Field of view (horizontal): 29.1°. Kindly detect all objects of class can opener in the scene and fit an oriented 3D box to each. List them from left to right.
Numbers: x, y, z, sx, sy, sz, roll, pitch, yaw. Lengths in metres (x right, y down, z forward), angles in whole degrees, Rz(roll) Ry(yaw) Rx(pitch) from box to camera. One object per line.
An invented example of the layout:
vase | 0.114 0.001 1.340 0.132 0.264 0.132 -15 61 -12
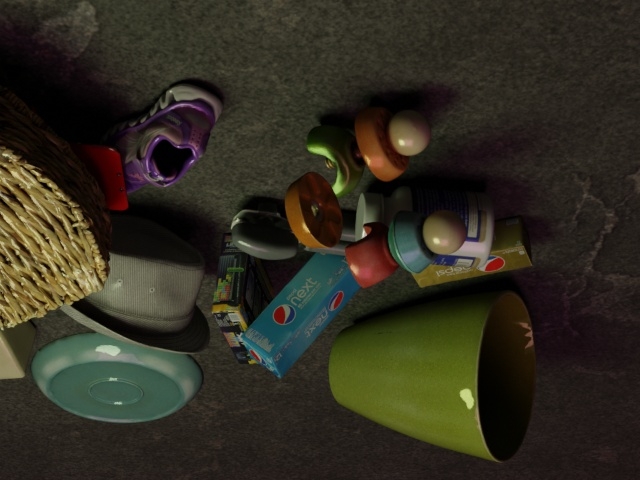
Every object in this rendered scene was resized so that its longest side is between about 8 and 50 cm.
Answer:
can opener | 0.000 0.000 1.846 0.280 0.093 0.074 4 145 -15

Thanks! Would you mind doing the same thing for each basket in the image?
basket | -0.402 -0.077 1.610 0.213 0.223 0.299 -24 128 13

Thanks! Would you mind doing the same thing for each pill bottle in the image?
pill bottle | 0.149 -0.021 1.785 0.187 0.112 0.112 5 146 -7

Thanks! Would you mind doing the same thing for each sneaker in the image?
sneaker | -0.226 -0.113 1.658 0.095 0.104 0.236 25 140 -34

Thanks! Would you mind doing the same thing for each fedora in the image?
fedora | -0.270 0.048 1.837 0.275 0.244 0.124 20 113 -14

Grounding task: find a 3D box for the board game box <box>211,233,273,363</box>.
board game box | -0.120 0.093 1.928 0.048 0.141 0.170 -3 146 11

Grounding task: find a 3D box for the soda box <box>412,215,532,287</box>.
soda box | 0.228 0.018 1.891 0.181 0.058 0.061 -11 145 17

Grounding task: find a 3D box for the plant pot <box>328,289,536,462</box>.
plant pot | 0.173 0.214 2.041 0.293 0.275 0.275 1 150 29

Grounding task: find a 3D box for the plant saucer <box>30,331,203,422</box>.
plant saucer | -0.376 0.264 2.277 0.317 0.043 0.317 1 146 0

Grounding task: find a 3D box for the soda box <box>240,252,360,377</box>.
soda box | -0.025 0.105 1.894 0.067 0.210 0.071 33 159 28

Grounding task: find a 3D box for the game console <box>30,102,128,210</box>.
game console | -0.327 -0.113 1.676 0.085 0.124 0.144 -21 149 -16

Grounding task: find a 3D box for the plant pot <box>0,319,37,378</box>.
plant pot | -0.552 0.162 2.076 0.109 0.109 0.096 -4 134 7

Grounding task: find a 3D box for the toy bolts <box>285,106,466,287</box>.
toy bolts | 0.085 -0.045 1.612 0.158 0.218 0.228 -17 114 30
